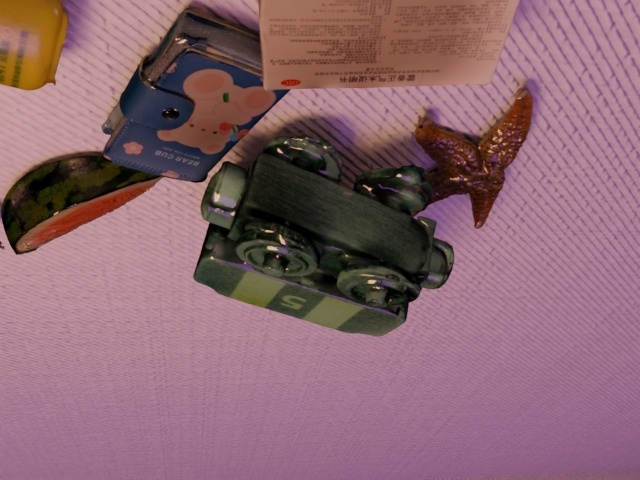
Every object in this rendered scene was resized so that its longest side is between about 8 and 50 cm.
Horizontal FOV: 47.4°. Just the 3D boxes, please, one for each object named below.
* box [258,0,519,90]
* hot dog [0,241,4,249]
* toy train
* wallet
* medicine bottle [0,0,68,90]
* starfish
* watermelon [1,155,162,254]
[{"bbox_3d":[0.053,-0.214,0.612,0.212,0.095,0.168,-2,147,-5],"label":"box"},{"bbox_3d":[-0.503,-0.037,0.843,0.269,0.072,0.109,15,146,-29],"label":"hot dog"},{"bbox_3d":[0.000,0.000,0.869,0.299,0.167,0.238,19,154,-12],"label":"toy train"},{"bbox_3d":[-0.128,-0.140,0.743,0.141,0.059,0.202,11,148,-36],"label":"wallet"},{"bbox_3d":[-0.369,-0.199,0.592,0.309,0.076,0.111,11,144,-24],"label":"medicine bottle"},{"bbox_3d":[0.166,-0.095,0.880,0.138,0.050,0.247,-1,142,-5],"label":"starfish"},{"bbox_3d":[-0.302,-0.044,0.884,0.245,0.063,0.119,-27,162,23],"label":"watermelon"}]
